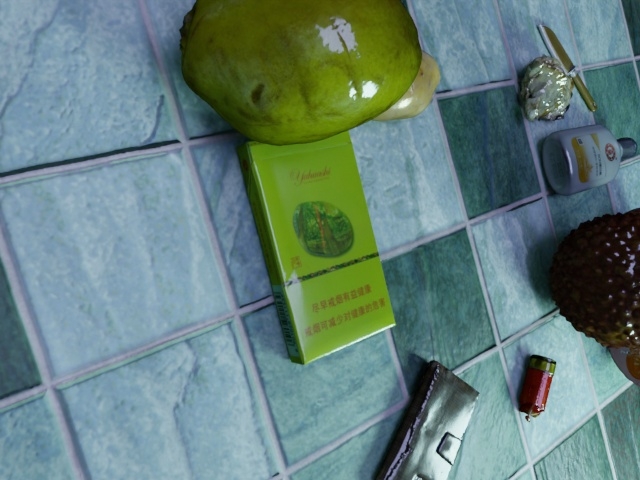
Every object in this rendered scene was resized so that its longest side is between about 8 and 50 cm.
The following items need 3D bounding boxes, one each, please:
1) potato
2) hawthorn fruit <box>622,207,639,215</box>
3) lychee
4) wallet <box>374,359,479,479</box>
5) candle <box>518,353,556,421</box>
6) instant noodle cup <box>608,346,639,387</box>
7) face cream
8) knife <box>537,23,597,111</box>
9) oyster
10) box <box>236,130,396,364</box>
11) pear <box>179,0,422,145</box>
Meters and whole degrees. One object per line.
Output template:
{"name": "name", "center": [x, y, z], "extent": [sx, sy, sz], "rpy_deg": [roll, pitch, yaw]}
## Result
{"name": "potato", "center": [0.122, -0.260, 0.883], "extent": [0.178, 0.109, 0.119], "rpy_deg": [-18, 117, -26]}
{"name": "hawthorn fruit", "center": [0.759, 0.007, 1.213], "extent": [0.172, 0.173, 0.173], "rpy_deg": [3, 84, -31]}
{"name": "lychee", "center": [0.609, 0.078, 1.053], "extent": [0.304, 0.275, 0.276], "rpy_deg": [27, 71, -11]}
{"name": "wallet", "center": [0.185, 0.334, 0.903], "extent": [0.124, 0.042, 0.230], "rpy_deg": [38, 67, -19]}
{"name": "candle", "center": [0.428, 0.295, 1.050], "extent": [0.052, 0.052, 0.131], "rpy_deg": [30, 72, -26]}
{"name": "instant noodle cup", "center": [0.820, 0.217, 1.201], "extent": [0.231, 0.243, 0.243], "rpy_deg": [2, 84, -39]}
{"name": "face cream", "center": [0.616, -0.189, 1.197], "extent": [0.291, 0.071, 0.144], "rpy_deg": [-13, 92, -32]}
{"name": "knife", "center": [0.572, -0.395, 1.219], "extent": [0.256, 0.022, 0.046], "rpy_deg": [48, 68, -18]}
{"name": "oyster", "center": [0.491, -0.318, 1.132], "extent": [0.163, 0.081, 0.191], "rpy_deg": [41, 70, -26]}
{"name": "box", "center": [0.000, 0.000, 0.820], "extent": [0.187, 0.047, 0.335], "rpy_deg": [-16, 94, -31]}
{"name": "pear", "center": [-0.024, -0.252, 0.703], "extent": [0.321, 0.269, 0.269], "rpy_deg": [-7, 89, -25]}
